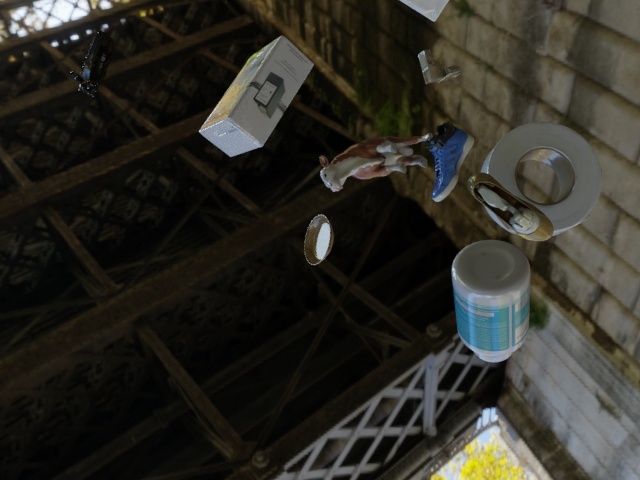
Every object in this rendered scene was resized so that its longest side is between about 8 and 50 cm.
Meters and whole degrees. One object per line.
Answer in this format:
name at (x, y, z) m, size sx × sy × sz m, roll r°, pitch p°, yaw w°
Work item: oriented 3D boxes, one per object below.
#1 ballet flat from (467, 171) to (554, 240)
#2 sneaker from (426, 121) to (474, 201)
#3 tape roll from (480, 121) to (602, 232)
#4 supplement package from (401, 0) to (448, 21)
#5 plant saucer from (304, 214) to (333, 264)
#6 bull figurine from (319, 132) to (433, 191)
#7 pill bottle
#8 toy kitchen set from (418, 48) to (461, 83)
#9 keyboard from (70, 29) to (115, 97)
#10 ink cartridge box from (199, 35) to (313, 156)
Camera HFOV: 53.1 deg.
ballet flat at (0.430, -0.066, 1.457) m, size 0.232 × 0.080 × 0.073 m, roll 35°, pitch -159°, yaw 2°
sneaker at (0.228, -0.155, 1.224) m, size 0.152 × 0.084 × 0.058 m, roll -62°, pitch -163°, yaw -10°
tape roll at (0.553, -0.150, 1.617) m, size 0.286 × 0.100 × 0.286 m, roll 0°, pitch -100°, yaw 1°
supplement package at (0.113, -0.441, 0.752) m, size 0.204 × 0.262 × 0.145 m, roll 21°, pitch -151°, yaw -27°
plant saucer at (0.000, 0.000, 1.045) m, size 0.015 × 0.083 × 0.083 m, roll 11°, pitch -148°, yaw -29°
bull figurine at (0.138, -0.196, 1.552) m, size 0.188 × 0.101 × 0.310 m, roll 0°, pitch -161°, yaw 38°
pill bottle at (0.344, 0.134, 1.287) m, size 0.146 × 0.264 × 0.146 m, roll -8°, pitch -135°, yaw 8°
toy kitchen set at (0.292, -0.424, 1.523) m, size 0.083 × 0.075 × 0.068 m, roll -16°, pitch 180°, yaw -18°
keyboard at (-0.353, -0.272, 0.980) m, size 0.038 × 0.100 × 0.192 m, roll 19°, pitch -173°, yaw -15°
ink cartridge box at (-0.166, -0.361, 1.633) m, size 0.198 × 0.114 × 0.273 m, roll -3°, pitch -127°, yaw 59°
